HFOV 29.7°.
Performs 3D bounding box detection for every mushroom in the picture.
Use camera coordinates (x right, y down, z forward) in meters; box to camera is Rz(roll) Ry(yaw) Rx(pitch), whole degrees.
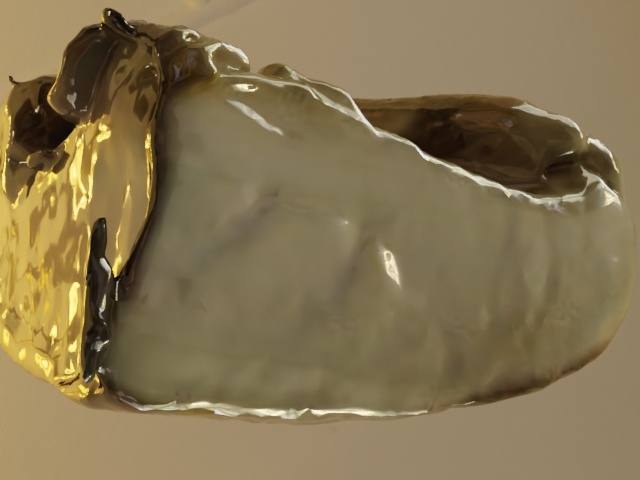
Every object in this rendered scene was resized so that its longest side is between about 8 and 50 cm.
[{"bbox_3d":[-0.005,0.004,0.804,0.397,0.314,0.224,5,-97,-28],"label":"mushroom"}]
